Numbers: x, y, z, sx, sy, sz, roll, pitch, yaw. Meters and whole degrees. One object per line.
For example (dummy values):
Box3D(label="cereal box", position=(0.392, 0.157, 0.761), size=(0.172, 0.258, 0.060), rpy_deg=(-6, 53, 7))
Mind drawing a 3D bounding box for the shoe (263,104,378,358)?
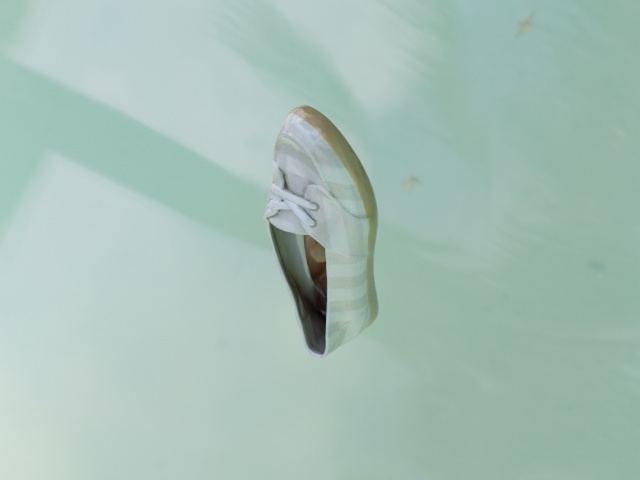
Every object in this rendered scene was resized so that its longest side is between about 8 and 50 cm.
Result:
Box3D(label="shoe", position=(0.000, 0.000, 0.997), size=(0.076, 0.219, 0.058), rpy_deg=(26, 53, 36))
